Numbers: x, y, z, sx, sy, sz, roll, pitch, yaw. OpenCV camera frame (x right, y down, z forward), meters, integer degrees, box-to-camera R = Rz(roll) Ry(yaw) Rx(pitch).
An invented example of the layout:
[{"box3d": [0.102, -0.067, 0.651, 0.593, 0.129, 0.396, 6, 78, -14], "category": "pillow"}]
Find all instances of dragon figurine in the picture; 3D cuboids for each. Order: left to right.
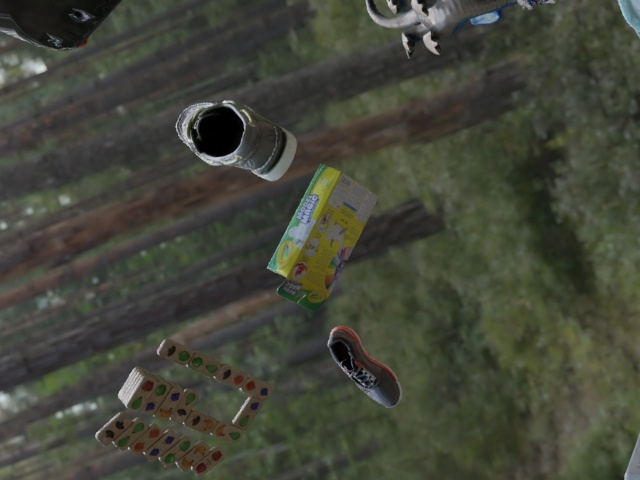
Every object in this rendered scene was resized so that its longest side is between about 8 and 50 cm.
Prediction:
[{"box3d": [0.161, -0.285, 1.599, 0.085, 0.144, 0.289, 67, 165, -12], "category": "dragon figurine"}]

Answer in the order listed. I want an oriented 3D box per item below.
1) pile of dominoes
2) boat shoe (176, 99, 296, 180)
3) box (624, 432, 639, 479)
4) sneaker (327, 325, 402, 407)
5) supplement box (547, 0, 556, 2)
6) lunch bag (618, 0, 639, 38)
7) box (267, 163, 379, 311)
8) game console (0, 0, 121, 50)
[{"box3d": [-0.207, 0.278, 2.119, 0.251, 0.196, 0.040, 29, -174, -37], "category": "pile of dominoes"}, {"box3d": [-0.150, -0.169, 2.080, 0.091, 0.109, 0.305, 24, 180, -35], "category": "boat shoe"}, {"box3d": [0.497, 0.338, 1.761, 0.182, 0.181, 0.119, -29, -60, -68], "category": "box"}, {"box3d": [0.063, 0.210, 2.137, 0.158, 0.061, 0.065, 47, -157, 2], "category": "sneaker"}, {"box3d": [0.263, -0.348, 1.776, 0.062, 0.098, 0.036, 62, -138, -53], "category": "supplement box"}, {"box3d": [0.396, -0.235, 1.205, 0.262, 0.223, 0.160, 52, -132, -31], "category": "lunch bag"}, {"box3d": [0.000, 0.000, 1.773, 0.043, 0.179, 0.105, 23, 175, 37], "category": "box"}, {"box3d": [-0.401, -0.379, 1.700, 0.342, 0.386, 0.060, 22, -115, -23], "category": "game console"}]
